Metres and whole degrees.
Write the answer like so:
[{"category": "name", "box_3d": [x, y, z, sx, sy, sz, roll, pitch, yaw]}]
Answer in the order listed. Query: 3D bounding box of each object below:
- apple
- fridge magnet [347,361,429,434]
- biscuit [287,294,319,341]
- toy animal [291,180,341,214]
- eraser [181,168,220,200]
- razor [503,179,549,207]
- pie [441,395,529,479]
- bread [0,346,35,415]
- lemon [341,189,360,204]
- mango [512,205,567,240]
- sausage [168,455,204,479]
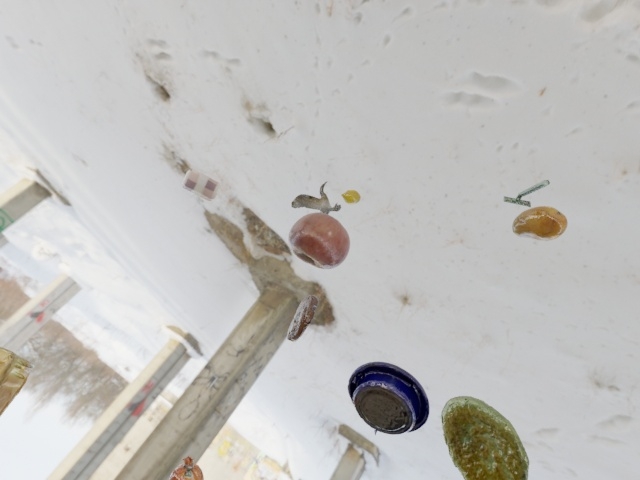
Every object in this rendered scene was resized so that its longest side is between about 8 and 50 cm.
[{"category": "apple", "box_3d": [0.000, 0.000, 1.021, 0.153, 0.120, 0.153, 29, 163, 10]}, {"category": "fridge magnet", "box_3d": [0.207, 0.499, 1.298, 0.265, 0.112, 0.266, 11, 117, 22]}, {"category": "biscuit", "box_3d": [-0.070, 0.288, 1.554, 0.049, 0.192, 0.192, 34, 152, -9]}, {"category": "toy animal", "box_3d": [0.024, -0.177, 1.984, 0.160, 0.197, 0.272, 28, 179, 30]}, {"category": "eraser", "box_3d": [-0.369, -0.171, 1.284, 0.105, 0.065, 0.026, 27, 160, -27]}, {"category": "razor", "box_3d": [0.620, -0.145, 1.227, 0.084, 0.036, 0.211, 12, 170, 6]}, {"category": "pie", "box_3d": [0.500, 0.630, 1.260, 0.323, 0.070, 0.324, 19, 112, 56]}, {"category": "bread", "box_3d": [-0.864, 0.394, 1.047, 0.136, 0.241, 0.107, 13, 141, 13]}, {"category": "lemon", "box_3d": [0.134, -0.189, 1.811, 0.092, 0.065, 0.065, 8, 159, -20]}, {"category": "mango", "box_3d": [0.713, -0.058, 1.353, 0.164, 0.089, 0.115, 19, 116, 51]}, {"category": "sausage", "box_3d": [-0.204, 0.483, 0.612, 0.053, 0.053, 0.349, 10, 99, 41]}]
